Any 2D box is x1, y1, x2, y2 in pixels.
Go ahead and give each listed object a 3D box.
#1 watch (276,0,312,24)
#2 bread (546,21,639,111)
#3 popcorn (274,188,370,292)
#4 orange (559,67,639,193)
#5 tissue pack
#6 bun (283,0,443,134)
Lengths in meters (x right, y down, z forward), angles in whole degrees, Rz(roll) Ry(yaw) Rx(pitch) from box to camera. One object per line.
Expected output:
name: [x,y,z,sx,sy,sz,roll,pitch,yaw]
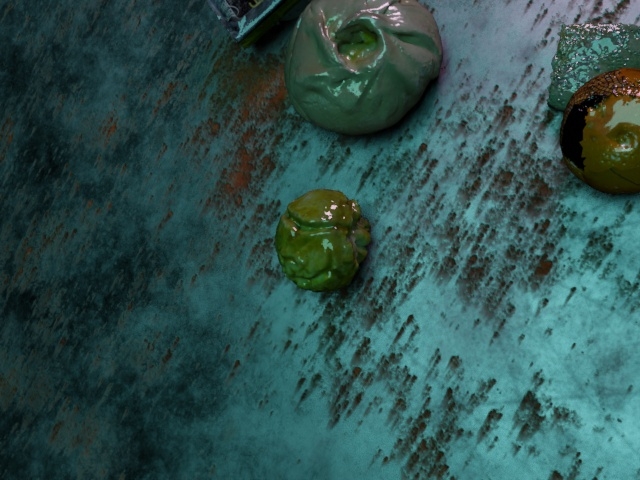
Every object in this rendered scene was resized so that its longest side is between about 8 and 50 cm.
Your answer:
watch: [-0.117,-0.644,1.639,0.237,0.068,0.195,28,95,21]
bread: [0.535,-0.365,1.313,0.232,0.064,0.173,-35,72,13]
popcorn: [0.000,0.000,1.420,0.204,0.183,0.221,11,87,30]
orange: [0.556,-0.195,1.211,0.234,0.182,0.235,6,110,18]
tissue pack: [-0.145,-0.595,1.571,0.235,0.073,0.173,-36,75,15]
bun: [0.069,-0.406,1.435,0.364,0.219,0.366,-5,76,22]
